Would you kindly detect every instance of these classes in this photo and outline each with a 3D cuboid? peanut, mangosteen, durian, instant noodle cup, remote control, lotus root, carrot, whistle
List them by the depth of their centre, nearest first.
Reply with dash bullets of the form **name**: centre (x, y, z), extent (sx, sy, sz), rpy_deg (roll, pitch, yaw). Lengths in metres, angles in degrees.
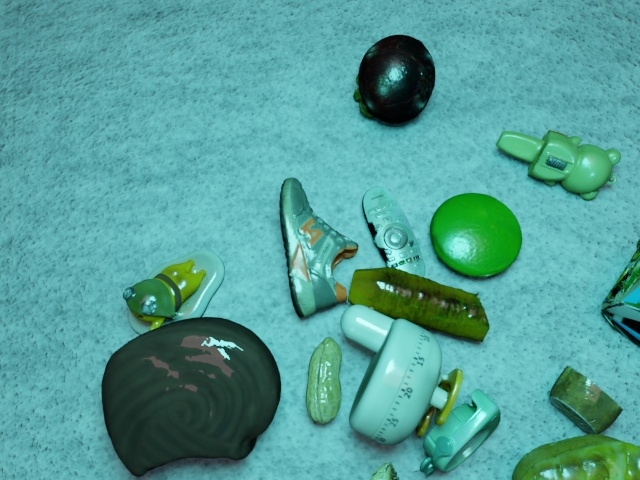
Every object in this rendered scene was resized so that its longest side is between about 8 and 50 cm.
- **durian**: centre (0.122, 0.502, 0.882), extent (0.066, 0.052, 0.130), rpy_deg (9, 59, 48)
- **lotus root**: centre (0.518, 0.313, 0.893), extent (0.122, 0.112, 0.081), rpy_deg (42, 83, 16)
- **instant noodle cup**: centre (0.707, 0.121, 0.915), extent (0.240, 0.240, 0.178), rpy_deg (41, 82, 16)
- **peanut**: centre (0.011, 0.289, 0.946), extent (0.080, 0.080, 0.174), rpy_deg (4, 64, 4)
- **carrot**: centre (0.212, 0.130, 0.978), extent (0.302, 0.114, 0.114), rpy_deg (14, 69, 5)
- **remote control**: centre (0.169, -0.013, 1.077), extent (0.098, 0.045, 0.256), rpy_deg (-18, 72, -2)
- **whistle**: centre (0.571, -0.197, 1.096), extent (0.289, 0.131, 0.106), rpy_deg (24, 32, 11)
- **mangosteen**: centre (0.183, -0.411, 1.157), extent (0.216, 0.216, 0.216), rpy_deg (-1, 68, 2)

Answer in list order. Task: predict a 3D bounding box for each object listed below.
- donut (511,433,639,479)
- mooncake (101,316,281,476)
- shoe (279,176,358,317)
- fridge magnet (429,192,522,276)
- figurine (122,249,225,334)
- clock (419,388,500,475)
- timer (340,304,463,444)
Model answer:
- **donut**: centre (0.479, 0.465, 0.808), extent (0.262, 0.128, 0.208), rpy_deg (-9, 86, 3)
- **mooncake**: centre (-0.255, 0.304, 0.878), extent (0.326, 0.174, 0.333), rpy_deg (27, 84, 0)
- **shoe**: centre (0.000, 0.000, 1.039), extent (0.171, 0.132, 0.336), rpy_deg (-8, 70, -6)
- **fridge magnet**: centre (0.355, -0.014, 1.045), extent (0.208, 0.088, 0.207), rpy_deg (0, 69, 1)
- **figurine**: centre (-0.336, 0.097, 1.001), extent (0.167, 0.141, 0.250), rpy_deg (35, 73, 16)
- **clock**: centre (0.259, 0.374, 0.864), extent (0.189, 0.148, 0.060), rpy_deg (-38, 53, -9)
- **timer**: centre (0.120, 0.254, 0.869), extent (0.240, 0.233, 0.233), rpy_deg (26, 71, 8)
